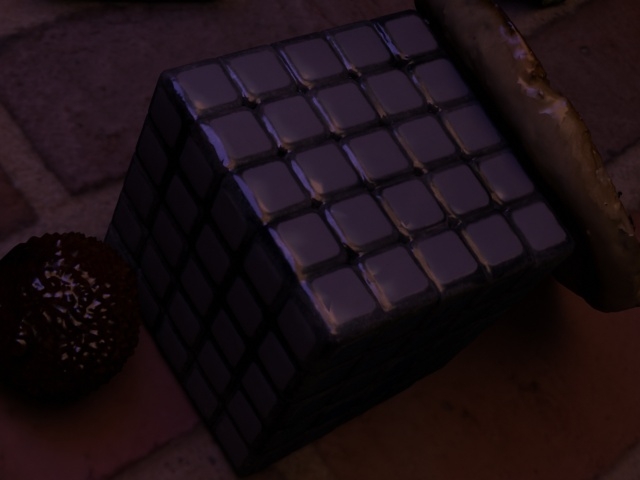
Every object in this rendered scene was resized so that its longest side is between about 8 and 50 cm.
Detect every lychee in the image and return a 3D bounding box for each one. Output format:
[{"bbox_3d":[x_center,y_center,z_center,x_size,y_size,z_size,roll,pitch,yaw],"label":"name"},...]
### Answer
[{"bbox_3d":[-0.186,0.052,0.837,0.123,0.123,0.129,45,45,9],"label":"lychee"}]

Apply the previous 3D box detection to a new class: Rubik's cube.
[{"bbox_3d":[0.000,0.000,0.874,0.237,0.237,0.238,-21,69,-31],"label":"Rubik's cube"}]

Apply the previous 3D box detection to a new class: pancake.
[{"bbox_3d":[0.171,-0.083,0.964,0.065,0.356,0.356,-32,72,2],"label":"pancake"}]

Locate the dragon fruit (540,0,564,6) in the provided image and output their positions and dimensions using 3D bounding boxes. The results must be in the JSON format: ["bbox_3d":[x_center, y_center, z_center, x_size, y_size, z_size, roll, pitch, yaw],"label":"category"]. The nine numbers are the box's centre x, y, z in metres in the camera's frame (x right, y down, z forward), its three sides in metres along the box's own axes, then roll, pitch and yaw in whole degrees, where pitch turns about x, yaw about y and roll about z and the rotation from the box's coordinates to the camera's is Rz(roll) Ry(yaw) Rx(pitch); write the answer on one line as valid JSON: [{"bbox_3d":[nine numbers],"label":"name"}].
[{"bbox_3d":[0.272,-0.381,1.233,0.268,0.295,0.130,-41,67,-5],"label":"dragon fruit"}]
